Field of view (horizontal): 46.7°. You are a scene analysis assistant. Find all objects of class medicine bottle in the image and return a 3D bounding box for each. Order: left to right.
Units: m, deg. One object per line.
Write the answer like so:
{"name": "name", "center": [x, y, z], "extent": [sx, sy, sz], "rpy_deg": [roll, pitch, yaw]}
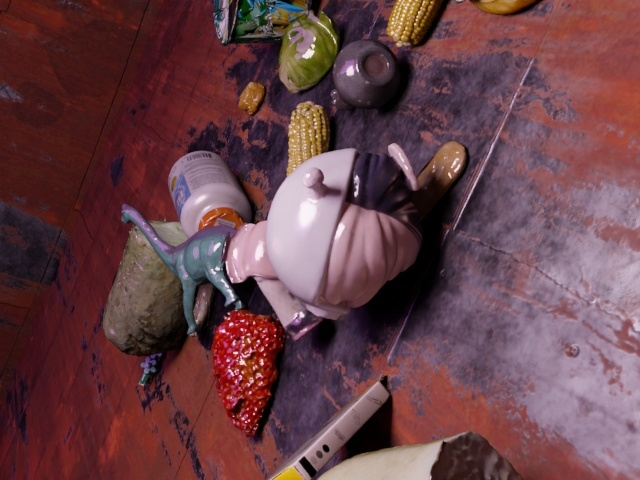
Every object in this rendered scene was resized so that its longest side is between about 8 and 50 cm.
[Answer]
{"name": "medicine bottle", "center": [-0.245, -0.080, 1.658], "extent": [0.157, 0.157, 0.288], "rpy_deg": [-60, 30, 17]}

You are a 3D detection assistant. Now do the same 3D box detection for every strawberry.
{"name": "strawberry", "center": [-0.154, 0.239, 1.361], "extent": [0.174, 0.098, 0.228], "rpy_deg": [-20, 55, 55]}

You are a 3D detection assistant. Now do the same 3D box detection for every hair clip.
{"name": "hair clip", "center": [-0.405, 0.280, 1.835], "extent": [0.049, 0.049, 0.173], "rpy_deg": [13, 82, 61]}

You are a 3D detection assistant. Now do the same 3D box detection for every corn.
{"name": "corn", "center": [-0.027, -0.131, 1.394], "extent": [0.086, 0.086, 0.288], "rpy_deg": [-28, 51, 51]}
{"name": "corn", "center": [0.181, -0.435, 1.234], "extent": [0.238, 0.080, 0.080], "rpy_deg": [-63, 29, 10]}

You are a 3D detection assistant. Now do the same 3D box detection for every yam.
{"name": "yam", "center": [-0.383, 0.110, 1.717], "extent": [0.195, 0.195, 0.300], "rpy_deg": [44, 118, 59]}

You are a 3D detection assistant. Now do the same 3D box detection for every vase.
{"name": "vase", "center": [0.067, -0.280, 1.310], "extent": [0.183, 0.120, 0.120], "rpy_deg": [163, 123, -72]}

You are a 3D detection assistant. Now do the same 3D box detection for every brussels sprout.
{"name": "brussels sprout", "center": [-0.029, -0.397, 1.562], "extent": [0.181, 0.100, 0.139], "rpy_deg": [-45, 56, 20]}

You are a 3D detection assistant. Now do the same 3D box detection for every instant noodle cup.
{"name": "instant noodle cup", "center": [-0.132, -0.553, 1.694], "extent": [0.240, 0.178, 0.240], "rpy_deg": [179, 90, -68]}

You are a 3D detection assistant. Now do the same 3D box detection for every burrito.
{"name": "burrito", "center": [-0.263, 0.139, 1.672], "extent": [0.051, 0.042, 0.171], "rpy_deg": [144, 139, -61]}

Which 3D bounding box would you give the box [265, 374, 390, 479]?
{"name": "box", "center": [0.006, 0.273, 0.998], "extent": [0.033, 0.247, 0.129], "rpy_deg": [49, 127, 8]}

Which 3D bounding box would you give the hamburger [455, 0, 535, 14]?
{"name": "hamburger", "center": [0.244, -0.450, 1.041], "extent": [0.246, 0.170, 0.246], "rpy_deg": [-35, 44, 43]}

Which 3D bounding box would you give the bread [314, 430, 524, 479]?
{"name": "bread", "center": [0.050, 0.386, 0.798], "extent": [0.341, 0.210, 0.300], "rpy_deg": [-30, 14, 43]}

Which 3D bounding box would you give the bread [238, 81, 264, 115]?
{"name": "bread", "center": [-0.169, -0.349, 1.815], "extent": [0.083, 0.046, 0.081], "rpy_deg": [-63, 24, 15]}

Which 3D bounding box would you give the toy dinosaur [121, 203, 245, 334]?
{"name": "toy dinosaur", "center": [-0.242, -0.011, 1.471], "extent": [0.383, 0.129, 0.331], "rpy_deg": [-36, 80, 38]}

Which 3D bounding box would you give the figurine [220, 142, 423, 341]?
{"name": "figurine", "center": [0.000, 0.009, 1.125], "extent": [0.361, 0.211, 0.253], "rpy_deg": [-30, 57, 59]}

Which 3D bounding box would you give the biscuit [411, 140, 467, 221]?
{"name": "biscuit", "center": [0.166, -0.085, 1.101], "extent": [0.147, 0.018, 0.071], "rpy_deg": [-52, 35, 26]}

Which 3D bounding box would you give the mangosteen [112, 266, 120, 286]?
{"name": "mangosteen", "center": [-0.456, 0.135, 1.903], "extent": [0.166, 0.166, 0.180], "rpy_deg": [-146, 54, -61]}
